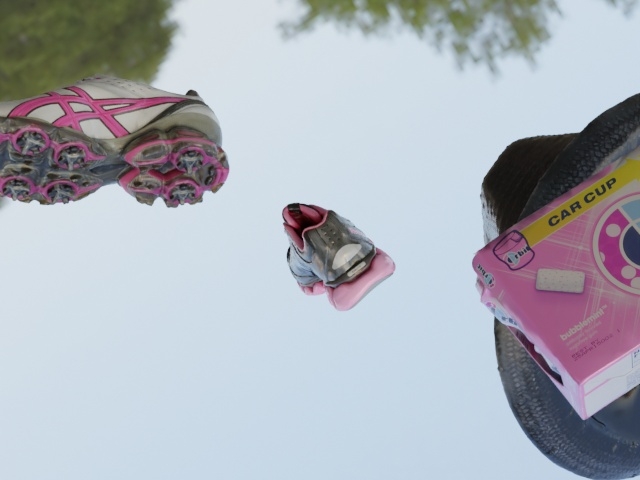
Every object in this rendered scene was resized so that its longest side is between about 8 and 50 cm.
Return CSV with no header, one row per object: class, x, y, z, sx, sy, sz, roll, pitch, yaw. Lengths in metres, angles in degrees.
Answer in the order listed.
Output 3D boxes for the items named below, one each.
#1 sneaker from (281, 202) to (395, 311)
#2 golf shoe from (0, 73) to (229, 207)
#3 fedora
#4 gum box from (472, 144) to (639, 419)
sneaker,0.000,0.000,0.899,0.047,0.057,0.119,-44,-167,-8
golf shoe,-0.155,-0.069,1.097,0.067,0.186,0.086,116,-31,-41
fedora,0.222,0.018,1.309,0.334,0.334,0.152,-38,-143,-17
gum box,0.194,0.013,1.023,0.188,0.062,0.107,-33,-118,-6
